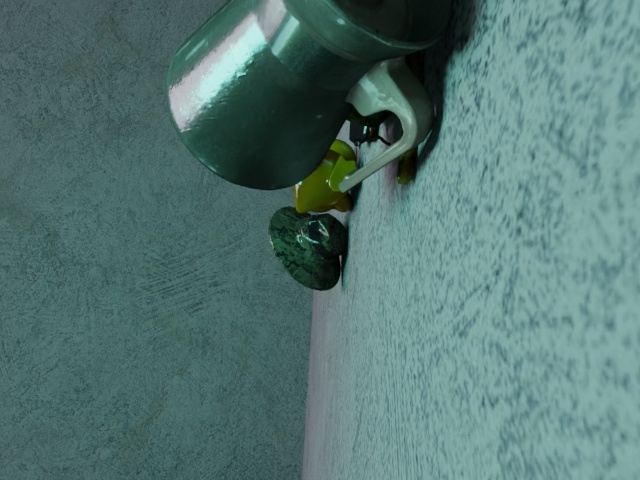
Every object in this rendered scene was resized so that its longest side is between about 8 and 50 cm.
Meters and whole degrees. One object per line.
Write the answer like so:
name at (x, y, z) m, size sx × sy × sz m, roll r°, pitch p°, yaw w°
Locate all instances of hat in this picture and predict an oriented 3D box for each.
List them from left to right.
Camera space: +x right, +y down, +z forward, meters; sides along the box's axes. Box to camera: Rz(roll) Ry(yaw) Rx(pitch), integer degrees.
hat at (0.000, 0.000, 1.237) m, size 0.128 × 0.265 × 0.266 m, roll -29°, pitch 47°, yaw 39°

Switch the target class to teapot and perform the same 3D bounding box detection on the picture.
teapot at (-0.021, -0.205, 0.566) m, size 0.300 × 0.253 × 0.344 m, roll 55°, pitch 147°, yaw -6°

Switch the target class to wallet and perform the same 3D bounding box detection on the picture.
wallet at (0.094, -0.308, 0.903) m, size 0.149 × 0.044 × 0.250 m, roll -128°, pitch 42°, yaw -77°

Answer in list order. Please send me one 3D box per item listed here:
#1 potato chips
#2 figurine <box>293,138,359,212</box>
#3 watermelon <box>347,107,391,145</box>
potato chips at (0.109, -0.172, 0.577) m, size 0.026 × 0.037 × 0.204 m, roll -11°, pitch -80°, yaw -83°
figurine at (0.000, -0.150, 1.130) m, size 0.228 × 0.215 × 0.215 m, roll -54°, pitch -30°, yaw -71°
watermelon at (0.056, -0.289, 0.747) m, size 0.204 × 0.127 × 0.232 m, roll -124°, pitch 38°, yaw -63°
